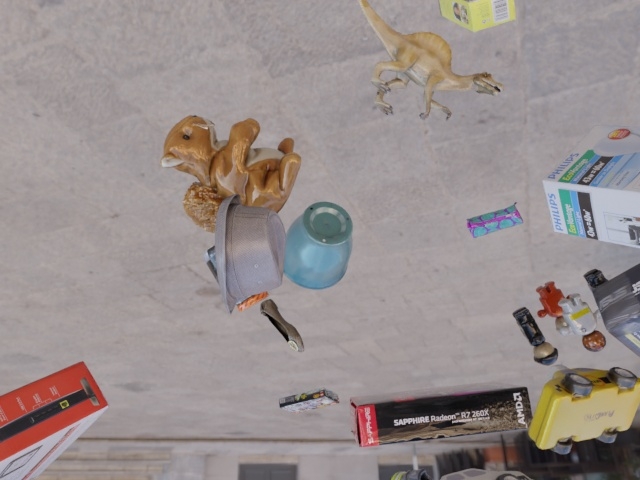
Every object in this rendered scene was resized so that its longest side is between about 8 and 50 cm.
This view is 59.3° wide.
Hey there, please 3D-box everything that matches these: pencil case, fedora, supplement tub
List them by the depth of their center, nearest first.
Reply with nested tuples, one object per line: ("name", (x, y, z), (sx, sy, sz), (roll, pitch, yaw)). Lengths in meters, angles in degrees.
("fedora", (-0.143, 0.028, 1.228), (0.125, 0.243, 0.275), (0, 127, 4))
("supplement tub", (-0.227, 0.091, 1.531), (0.117, 0.190, 0.117), (-30, 176, -2))
("pencil case", (0.505, -0.057, 1.636), (0.152, 0.064, 0.070), (-19, 166, 19))

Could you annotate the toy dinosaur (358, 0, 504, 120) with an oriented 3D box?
("toy dinosaur", (0.086, -0.175, 0.556), (0.183, 0.092, 0.053), (34, 168, -1))

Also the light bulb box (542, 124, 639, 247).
("light bulb box", (0.977, -0.181, 1.794), (0.361, 0.358, 0.225), (17, 141, 50))

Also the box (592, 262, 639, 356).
("box", (0.656, 0.121, 0.810), (0.395, 0.097, 0.318), (34, 125, -20))

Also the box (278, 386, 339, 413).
("box", (-0.030, 0.431, 1.512), (0.137, 0.027, 0.094), (-19, 148, 19))

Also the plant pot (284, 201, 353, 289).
("plant pot", (0.000, 0.000, 2.027), (0.272, 0.271, 0.255), (5, 148, -13))

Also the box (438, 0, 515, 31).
("box", (0.304, -0.472, 1.118), (0.088, 0.232, 0.058), (-17, 119, 3))

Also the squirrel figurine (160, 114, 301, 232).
("squirrel figurine", (-0.290, -0.176, 1.661), (0.371, 0.281, 0.396), (15, 115, -13))

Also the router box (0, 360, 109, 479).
("router box", (-0.509, 0.330, 0.797), (0.335, 0.082, 0.301), (-42, 167, 34))

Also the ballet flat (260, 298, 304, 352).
("ballet flat", (-0.143, 0.309, 2.017), (0.058, 0.250, 0.084), (-21, 146, -32))

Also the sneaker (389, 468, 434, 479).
("sneaker", (0.301, 0.683, 1.372), (0.300, 0.111, 0.121), (43, 138, 9))

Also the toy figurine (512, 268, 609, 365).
("toy figurine", (0.591, 0.184, 1.326), (0.213, 0.148, 0.210), (-30, -179, -40))

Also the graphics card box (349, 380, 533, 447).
("graphics card box", (0.255, 0.385, 1.268), (0.371, 0.094, 0.233), (-5, 169, -1))

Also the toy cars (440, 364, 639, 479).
("toy cars", (0.265, 0.279, 0.746), (0.394, 0.087, 0.176), (-38, 122, -11))
